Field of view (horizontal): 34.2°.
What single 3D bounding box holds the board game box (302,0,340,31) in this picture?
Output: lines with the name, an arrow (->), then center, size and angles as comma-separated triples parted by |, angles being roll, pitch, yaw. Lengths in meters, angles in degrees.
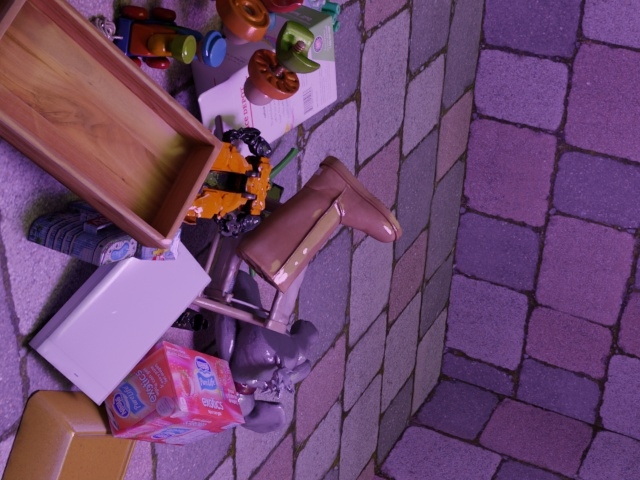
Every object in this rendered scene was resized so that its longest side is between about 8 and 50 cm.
board game box -> -0.043, -0.595, 2.205 | 0.390, 0.050, 0.389 | -38, 139, -55

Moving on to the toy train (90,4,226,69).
toy train -> -0.272, -0.326, 1.724 | 0.248, 0.143, 0.105 | -20, 124, -63

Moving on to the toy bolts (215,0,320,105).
toy bolts -> -0.129, -0.367, 1.840 | 0.218, 0.158, 0.228 | 23, 44, -34

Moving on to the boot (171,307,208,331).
boot -> -0.309, 0.130, 1.973 | 0.198, 0.137, 0.076 | 11, 95, -67

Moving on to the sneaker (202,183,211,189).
sneaker -> -0.291, -0.114, 1.929 | 0.126, 0.091, 0.240 | -52, 142, -20

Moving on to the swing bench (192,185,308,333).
swing bench -> -0.135, 0.039, 2.122 | 0.165, 0.255, 0.253 | 4, -104, 67

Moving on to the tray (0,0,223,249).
tray -> -0.341, -0.181, 1.552 | 0.411, 0.076, 0.202 | 42, 64, -38

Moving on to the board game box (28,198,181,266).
board game box -> -0.341, -0.013, 1.719 | 0.194, 0.194, 0.060 | -21, 124, -64

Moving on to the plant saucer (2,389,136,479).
plant saucer -> -0.458, 0.450, 1.925 | 0.333, 0.081, 0.332 | 24, 83, -67

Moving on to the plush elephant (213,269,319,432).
plush elephant -> -0.170, 0.287, 2.313 | 0.272, 0.255, 0.330 | 37, 26, -27

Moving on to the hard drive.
hard drive -> -0.348, 0.124, 1.852 | 0.307, 0.040, 0.203 | -49, 139, -14

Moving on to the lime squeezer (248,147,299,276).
lime squeezer -> -0.138, -0.078, 2.337 | 0.110, 0.059, 0.310 | 34, 73, -69

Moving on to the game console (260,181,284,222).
game console -> -0.136, -0.075, 2.407 | 0.107, 0.071, 0.122 | 24, 82, -38

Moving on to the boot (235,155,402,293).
boot -> 0.000, 0.000, 2.058 | 0.269, 0.236, 0.089 | -49, -170, -17

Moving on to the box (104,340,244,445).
box -> -0.288, 0.307, 2.042 | 0.300, 0.154, 0.142 | 34, 35, -66

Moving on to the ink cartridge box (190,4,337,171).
ink cartridge box -> -0.131, -0.300, 2.048 | 0.353, 0.119, 0.207 | -37, 141, -31

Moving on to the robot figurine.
robot figurine -> -0.194, -0.114, 1.900 | 0.291, 0.085, 0.211 | 5, 97, -57
